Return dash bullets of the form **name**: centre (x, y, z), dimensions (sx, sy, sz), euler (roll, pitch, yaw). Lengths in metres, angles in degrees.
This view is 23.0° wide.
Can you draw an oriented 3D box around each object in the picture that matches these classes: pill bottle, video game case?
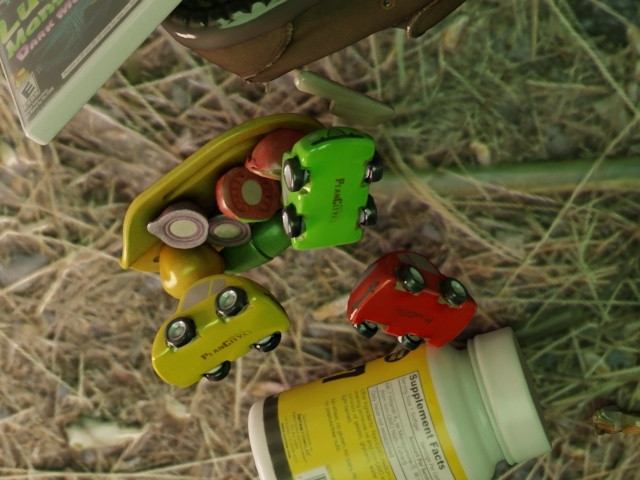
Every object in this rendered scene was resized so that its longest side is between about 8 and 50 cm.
- **pill bottle**: centre (0.061, 0.145, 1.188), dimensions (0.208, 0.119, 0.119), euler (-19, 111, 8)
- **video game case**: centre (-0.146, -0.180, 1.034), dimensions (0.190, 0.173, 0.022), euler (-44, 133, 16)

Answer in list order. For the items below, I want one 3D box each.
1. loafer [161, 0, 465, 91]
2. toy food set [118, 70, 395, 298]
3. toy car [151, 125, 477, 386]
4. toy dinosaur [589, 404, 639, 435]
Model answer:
- **loafer**: centre (0.064, -0.215, 1.056), dimensions (0.366, 0.134, 0.130), euler (-21, 154, 4)
- **toy food set**: centre (-0.043, -0.021, 1.112), dimensions (0.218, 0.071, 0.128), euler (-37, 152, 15)
- **toy car**: centre (0.000, 0.000, 1.065), dimensions (0.239, 0.053, 0.225), euler (-9, 138, -15)
- **toy dinosaur**: centre (0.316, 0.162, 1.234), dimensions (0.211, 0.064, 0.112), euler (29, 128, -1)
